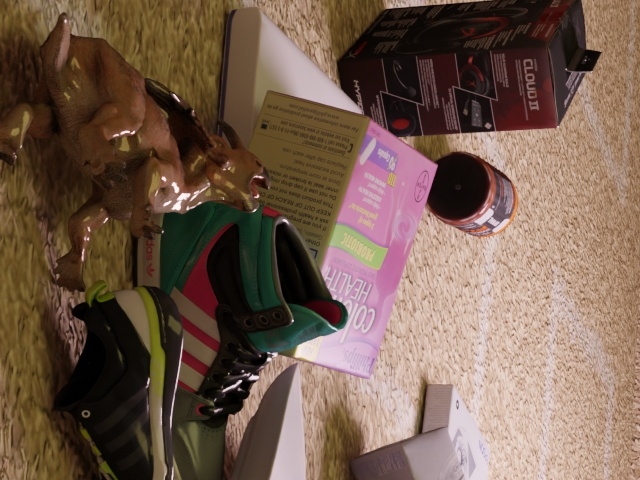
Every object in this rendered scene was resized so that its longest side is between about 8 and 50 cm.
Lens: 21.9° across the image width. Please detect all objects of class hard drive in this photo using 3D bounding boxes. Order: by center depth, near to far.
[{"bbox_3d":[-0.029,-0.096,1.800,0.318,0.040,0.210,35,56,-65],"label":"hard drive"}]

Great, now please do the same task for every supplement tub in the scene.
[{"bbox_3d":[0.222,-0.061,2.367,0.198,0.106,0.106,20,70,-67],"label":"supplement tub"}]

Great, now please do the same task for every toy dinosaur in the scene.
[{"bbox_3d":[-0.165,-0.096,1.335,0.296,0.127,0.200,62,33,-41],"label":"toy dinosaur"}]

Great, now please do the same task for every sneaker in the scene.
[{"bbox_3d":[-0.178,0.142,1.370,0.097,0.084,0.235,-2,106,-27],"label":"sneaker"},{"bbox_3d":[-0.064,0.098,1.496,0.124,0.178,0.296,-16,104,-68],"label":"sneaker"}]

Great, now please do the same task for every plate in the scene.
[{"bbox_3d":[-0.064,0.300,1.593,0.277,0.045,0.278,90,12,-51],"label":"plate"}]

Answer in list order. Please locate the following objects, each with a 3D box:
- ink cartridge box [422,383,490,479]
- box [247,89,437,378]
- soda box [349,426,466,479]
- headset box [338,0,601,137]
[{"bbox_3d":[0.183,0.348,2.313,0.223,0.045,0.224,58,36,-53],"label":"ink cartridge box"},{"bbox_3d":[0.000,0.000,1.664,0.213,0.117,0.243,26,82,-66],"label":"box"},{"bbox_3d":[0.142,0.376,1.980,0.098,0.091,0.286,-10,77,-49],"label":"soda box"},{"bbox_3d":[0.197,-0.219,2.052,0.218,0.293,0.110,-55,138,-59],"label":"headset box"}]
